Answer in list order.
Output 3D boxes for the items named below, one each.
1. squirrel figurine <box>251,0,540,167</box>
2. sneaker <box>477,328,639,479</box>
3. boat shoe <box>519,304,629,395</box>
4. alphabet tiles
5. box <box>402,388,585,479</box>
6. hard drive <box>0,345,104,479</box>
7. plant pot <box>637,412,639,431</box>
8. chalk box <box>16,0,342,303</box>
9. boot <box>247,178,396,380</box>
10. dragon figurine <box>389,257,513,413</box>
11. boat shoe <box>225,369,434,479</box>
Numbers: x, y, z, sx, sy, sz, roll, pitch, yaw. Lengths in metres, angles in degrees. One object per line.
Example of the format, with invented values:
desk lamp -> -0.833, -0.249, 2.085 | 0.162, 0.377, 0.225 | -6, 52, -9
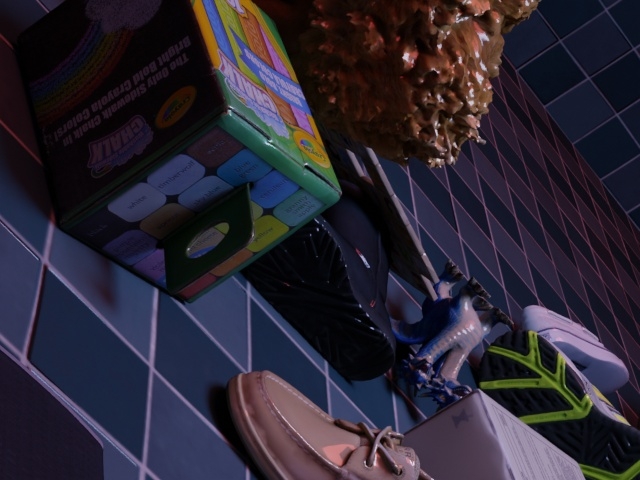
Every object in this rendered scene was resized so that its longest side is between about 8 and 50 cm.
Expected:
squirrel figurine -> 0.019, -0.221, 1.594 | 0.281, 0.370, 0.397 | 58, -11, -32
sneaker -> 0.353, 0.271, 2.018 | 0.385, 0.145, 0.147 | 58, 14, 28
boat shoe -> 0.379, 0.161, 2.421 | 0.258, 0.095, 0.084 | 36, 30, -51
alphabet tiles -> 0.055, -0.043, 1.797 | 0.237, 0.009, 0.198 | 62, -12, -25
box -> 0.184, 0.274, 1.629 | 0.232, 0.127, 0.149 | 37, 26, -46
hard drive -> -0.217, 0.115, 0.947 | 0.254, 0.054, 0.172 | 44, 20, -34
plant pot -> 0.629, 0.326, 2.552 | 0.291, 0.291, 0.203 | 47, 2, -27
chalk box -> -0.114, -0.080, 1.375 | 0.179, 0.180, 0.289 | 35, 28, -49
boot -> 0.000, 0.000, 1.673 | 0.246, 0.094, 0.207 | 54, 19, -32
dragon figurine -> 0.129, 0.104, 1.857 | 0.085, 0.144, 0.289 | 49, -1, -18
boat shoe -> 0.041, 0.202, 1.410 | 0.302, 0.098, 0.109 | 45, 21, -24
